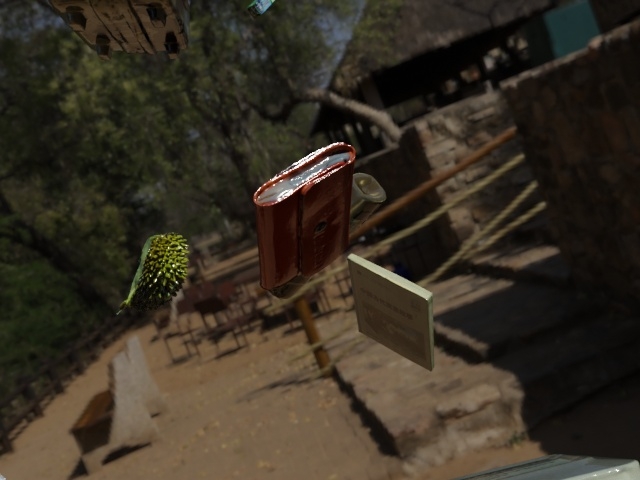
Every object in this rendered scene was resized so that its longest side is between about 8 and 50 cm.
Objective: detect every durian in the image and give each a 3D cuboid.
[{"bbox_3d":[-0.328,0.084,1.903,0.137,0.095,0.221,-4,-40,-41],"label":"durian"}]

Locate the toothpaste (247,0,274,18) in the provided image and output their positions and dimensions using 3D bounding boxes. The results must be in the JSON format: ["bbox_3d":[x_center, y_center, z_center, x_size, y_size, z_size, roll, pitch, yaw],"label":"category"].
[{"bbox_3d":[-0.083,-0.351,1.346,0.017,0.020,0.083,-22,24,31],"label":"toothpaste"}]

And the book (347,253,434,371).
[{"bbox_3d":[0.157,0.161,2.001,0.215,0.283,0.025,26,59,29],"label":"book"}]

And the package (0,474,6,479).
[{"bbox_3d":[-0.584,0.545,1.708,0.071,0.269,0.194,-22,9,12],"label":"package"}]

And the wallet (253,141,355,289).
[{"bbox_3d":[-0.019,-0.023,1.168,0.142,0.045,0.204,-31,-28,-19],"label":"wallet"}]

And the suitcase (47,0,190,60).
[{"bbox_3d":[-0.277,-0.429,1.221,0.194,0.339,0.351,-3,0,-4],"label":"suitcase"}]

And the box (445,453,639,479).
[{"bbox_3d":[0.282,0.406,1.432,0.367,0.090,0.373,-12,-11,-2],"label":"box"}]

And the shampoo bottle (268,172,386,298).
[{"bbox_3d":[0.000,0.000,2.007,0.350,0.084,0.125,-48,-19,30],"label":"shampoo bottle"}]
